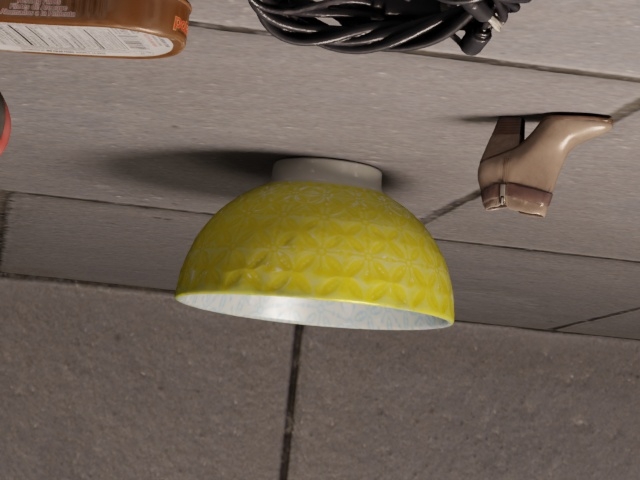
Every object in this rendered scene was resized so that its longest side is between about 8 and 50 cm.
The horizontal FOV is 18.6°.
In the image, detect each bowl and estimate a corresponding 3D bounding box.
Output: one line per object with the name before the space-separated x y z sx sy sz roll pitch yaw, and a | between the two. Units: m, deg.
bowl | 0.000 0.000 2.029 0.289 0.156 0.289 5 173 1

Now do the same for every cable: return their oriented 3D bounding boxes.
cable | 0.040 -0.154 1.262 0.184 0.047 0.150 9 172 -20

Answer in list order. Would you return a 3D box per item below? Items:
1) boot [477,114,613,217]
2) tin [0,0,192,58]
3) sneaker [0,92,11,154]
boot | 0.192 -0.063 1.684 0.118 0.087 0.042 0 169 30
tin | -0.188 -0.161 1.416 0.190 0.040 0.106 4 168 10
sneaker | -0.285 -0.102 1.434 0.135 0.097 0.276 30 176 -41
